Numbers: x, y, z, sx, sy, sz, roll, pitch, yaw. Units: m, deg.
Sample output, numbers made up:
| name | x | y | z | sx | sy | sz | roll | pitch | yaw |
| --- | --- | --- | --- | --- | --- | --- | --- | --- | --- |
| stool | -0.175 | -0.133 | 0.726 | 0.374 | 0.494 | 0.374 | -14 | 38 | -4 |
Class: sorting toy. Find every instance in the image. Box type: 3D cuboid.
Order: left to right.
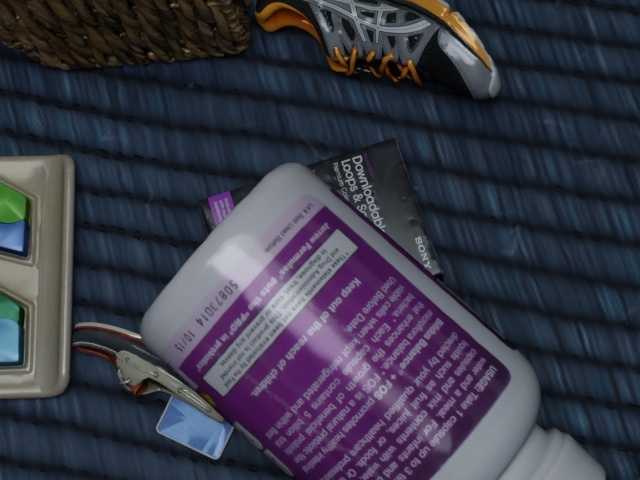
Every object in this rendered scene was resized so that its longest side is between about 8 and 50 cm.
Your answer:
| name | x | y | z | sx | sy | sz | roll | pitch | yaw |
| --- | --- | --- | --- | --- | --- | --- | --- | --- | --- |
| sorting toy | -0.292 | 0.026 | 1.068 | 0.208 | 0.038 | 0.193 | -3 | 75 | 4 |

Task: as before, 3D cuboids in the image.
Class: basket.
| name | x | y | z | sx | sy | sz | roll | pitch | yaw |
| --- | --- | --- | --- | --- | --- | --- | --- | --- | --- |
| basket | -0.174 | -0.276 | 1.006 | 0.213 | 0.299 | 0.223 | -4 | 77 | 5 |

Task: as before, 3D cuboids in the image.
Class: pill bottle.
| name | x | y | z | sx | sy | sz | roll | pitch | yaw |
| --- | --- | --- | --- | --- | --- | --- | --- | --- | --- |
| pill bottle | 0.039 | 0.102 | 0.942 | 0.301 | 0.169 | 0.169 | 42 | 82 | 2 |

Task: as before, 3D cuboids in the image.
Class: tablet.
| name | x | y | z | sx | sy | sz | roll | pitch | yaw |
| --- | --- | --- | --- | --- | --- | --- | --- | --- | --- |
| tablet | -0.082 | 0.116 | 1.043 | 0.054 | 0.006 | 0.083 | 23 | 79 | 11 |

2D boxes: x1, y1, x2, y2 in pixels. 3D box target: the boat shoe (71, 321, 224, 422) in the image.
| name | x | y | z | sx | sy | sz | roll | pitch | yaw |
| --- | --- | --- | --- | --- | --- | --- | --- | --- | --- |
| boat shoe | -0.125 | 0.095 | 1.028 | 0.137 | 0.049 | 0.043 | 16 | 79 | 13 |

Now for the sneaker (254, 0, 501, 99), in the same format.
| name | x | y | z | sx | sy | sz | roll | pitch | yaw |
| --- | --- | --- | --- | --- | --- | --- | --- | --- | --- |
| sneaker | 0.043 | -0.158 | 1.072 | 0.215 | 0.084 | 0.083 | 33 | 83 | 21 |

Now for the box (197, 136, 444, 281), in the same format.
| name | x | y | z | sx | sy | sz | roll | pitch | yaw |
| --- | --- | --- | --- | --- | --- | --- | --- | --- | --- |
| box | 0.000 | 0.000 | 1.055 | 0.162 | 0.029 | 0.116 | -18 | 75 | -2 |

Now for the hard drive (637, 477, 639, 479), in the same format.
| name | x | y | z | sx | sy | sz | roll | pitch | yaw |
| --- | --- | --- | --- | --- | --- | --- | --- | --- | --- |
| hard drive | 0.362 | 0.242 | 0.868 | 0.233 | 0.047 | 0.353 | -40 | 84 | -20 |
